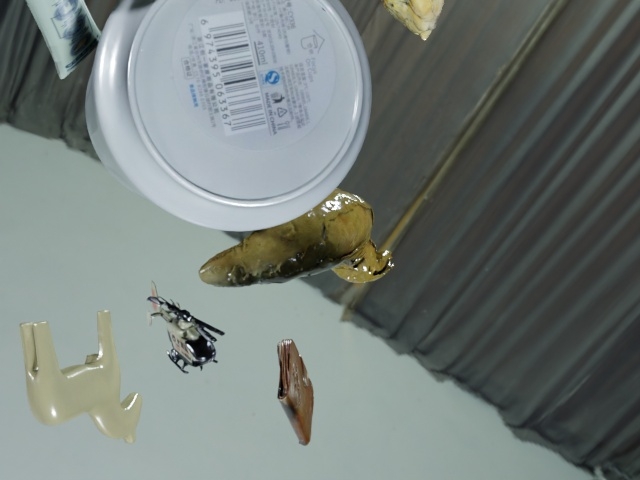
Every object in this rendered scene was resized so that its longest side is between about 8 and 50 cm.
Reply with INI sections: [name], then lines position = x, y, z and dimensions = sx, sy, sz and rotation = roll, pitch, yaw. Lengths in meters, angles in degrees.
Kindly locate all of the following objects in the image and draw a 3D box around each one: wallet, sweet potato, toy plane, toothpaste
[wallet]
position = -0.031, 0.210, 1.032
dimensions = 0.026, 0.176, 0.095
rotation = -4, 54, 10
[sweet potato]
position = 0.003, -0.003, 0.858
dimensions = 0.098, 0.124, 0.310
rotation = 39, 22, 26
[toy plane]
position = -0.119, 0.076, 0.639
dimensions = 0.031, 0.049, 0.121
rotation = -18, 29, -34
[toothpaste]
position = -0.219, -0.200, 0.613
dimensions = 0.039, 0.062, 0.239
rotation = 35, -12, 2

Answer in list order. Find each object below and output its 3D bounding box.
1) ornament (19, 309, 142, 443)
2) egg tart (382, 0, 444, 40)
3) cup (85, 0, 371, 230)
[ornament]
position = -0.383, 0.240, 1.245
dimensions = 0.230, 0.061, 0.245
rotation = -9, 93, -63
[egg tart]
position = 0.081, -0.349, 0.641
dimensions = 0.150, 0.352, 0.352
rotation = -14, 34, 5
[cup]
position = -0.082, -0.170, 0.749
dimensions = 0.237, 0.323, 0.327
rotation = 39, -8, -18
